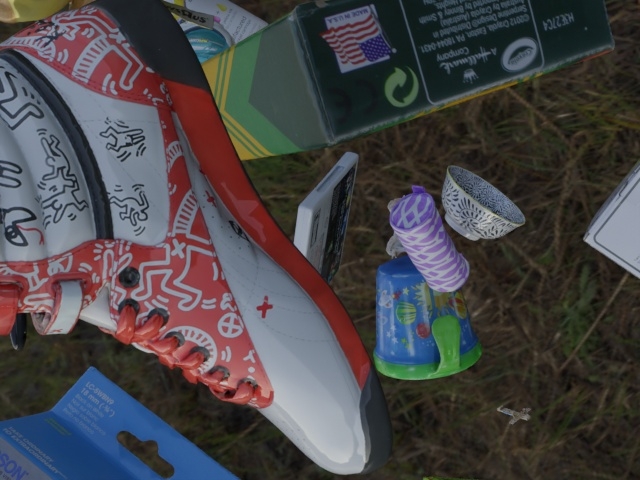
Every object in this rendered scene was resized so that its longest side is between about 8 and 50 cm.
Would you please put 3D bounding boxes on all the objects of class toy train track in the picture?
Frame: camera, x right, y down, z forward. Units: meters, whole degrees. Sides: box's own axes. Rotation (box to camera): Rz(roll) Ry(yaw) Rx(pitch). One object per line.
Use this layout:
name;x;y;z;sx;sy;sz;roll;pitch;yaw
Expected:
toy train track;0.350;0.311;1.647;0.083;0.048;0.014;5;124;63

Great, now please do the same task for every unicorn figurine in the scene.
unicorn figurine;0.184;-0.021;1.947;0.060;0.111;0.161;103;155;-55

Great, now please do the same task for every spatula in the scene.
spatula;-0.352;-0.015;1.054;0.030;0.084;0.296;5;100;-3

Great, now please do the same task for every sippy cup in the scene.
sippy cup;0.217;0.152;1.944;0.306;0.240;0.223;4;110;43

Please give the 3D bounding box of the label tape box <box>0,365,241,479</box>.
label tape box;-0.267;0.303;0.891;0.241;0.333;0.106;33;161;16

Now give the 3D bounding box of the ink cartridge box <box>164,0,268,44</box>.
ink cartridge box;-0.231;-0.302;1.401;0.171;0.233;0.168;-63;9;-10

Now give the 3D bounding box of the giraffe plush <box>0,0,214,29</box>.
giraffe plush;-0.153;-0.261;0.703;0.170;0.210;0.181;-58;42;40

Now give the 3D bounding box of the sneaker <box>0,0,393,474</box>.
sneaker;-0.084;0.027;0.427;0.270;0.145;0.090;61;152;-8

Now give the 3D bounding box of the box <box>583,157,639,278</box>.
box;0.436;0.007;0.902;0.290;0.087;0.169;35;121;9

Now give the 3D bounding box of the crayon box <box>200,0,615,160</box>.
crayon box;0.026;-0.125;0.655;0.318;0.202;0.081;8;117;69

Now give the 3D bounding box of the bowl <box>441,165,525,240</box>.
bowl;0.275;-0.053;1.620;0.170;0.170;0.080;45;114;25

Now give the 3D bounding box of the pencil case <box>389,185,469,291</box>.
pencil case;0.190;0.004;1.533;0.086;0.088;0.206;13;153;36

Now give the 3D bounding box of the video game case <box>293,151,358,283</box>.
video game case;0.000;0.000;1.189;0.022;0.173;0.190;18;123;14

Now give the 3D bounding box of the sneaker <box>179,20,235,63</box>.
sneaker;-0.231;-0.188;1.181;0.275;0.107;0.110;-31;47;13

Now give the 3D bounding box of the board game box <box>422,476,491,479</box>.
board game box;0.151;0.165;0.496;0.092;0.181;0.043;4;83;58
